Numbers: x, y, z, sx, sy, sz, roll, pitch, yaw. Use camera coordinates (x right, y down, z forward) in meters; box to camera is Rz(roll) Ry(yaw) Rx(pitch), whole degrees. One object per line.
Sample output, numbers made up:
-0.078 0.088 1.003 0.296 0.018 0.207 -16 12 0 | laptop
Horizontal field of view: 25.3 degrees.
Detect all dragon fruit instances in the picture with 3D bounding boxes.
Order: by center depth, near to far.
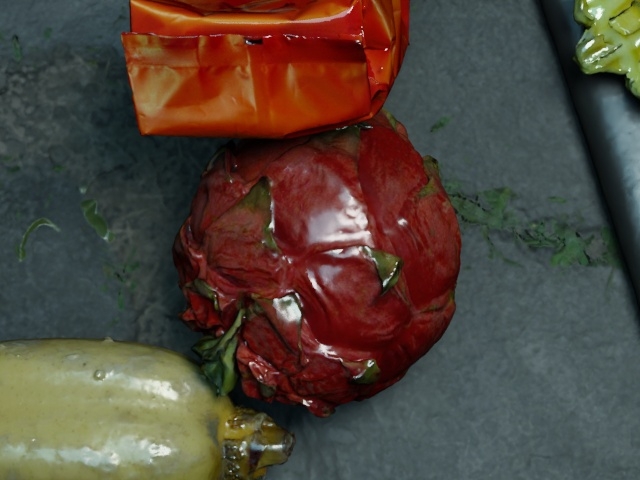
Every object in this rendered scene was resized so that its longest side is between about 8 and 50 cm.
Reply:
0.000 0.000 1.201 0.244 0.244 0.299 6 69 4 | dragon fruit

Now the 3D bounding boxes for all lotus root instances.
-0.192 0.169 1.220 0.343 0.151 0.169 1 65 1 | lotus root

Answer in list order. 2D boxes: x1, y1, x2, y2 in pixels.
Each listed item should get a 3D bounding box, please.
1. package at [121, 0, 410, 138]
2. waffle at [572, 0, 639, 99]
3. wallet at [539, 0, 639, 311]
-0.026 -0.185 1.194 0.196 0.423 0.123 0 110 7 | package
0.369 -0.246 1.255 0.297 0.073 0.317 9 83 9 | waffle
0.347 -0.129 1.294 0.228 0.062 0.406 -16 77 -1 | wallet
